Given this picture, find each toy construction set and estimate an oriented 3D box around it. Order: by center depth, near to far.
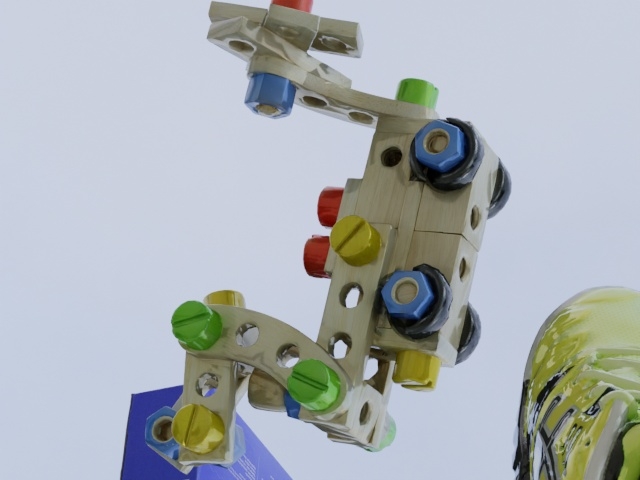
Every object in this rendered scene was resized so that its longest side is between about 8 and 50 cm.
[{"bbox_3d":[0.000,0.000,1.230,0.215,0.151,0.327,4,-95,27],"label":"toy construction set"}]

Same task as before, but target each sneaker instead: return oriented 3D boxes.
[{"bbox_3d":[0.174,0.122,0.927,0.145,0.384,0.147,4,-59,-1],"label":"sneaker"}]

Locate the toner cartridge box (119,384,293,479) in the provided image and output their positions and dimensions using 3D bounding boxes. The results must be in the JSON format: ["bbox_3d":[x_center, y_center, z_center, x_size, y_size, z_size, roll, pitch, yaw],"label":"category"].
[{"bbox_3d":[-0.060,0.279,1.591,0.075,0.348,0.165,-11,-130,21],"label":"toner cartridge box"}]
